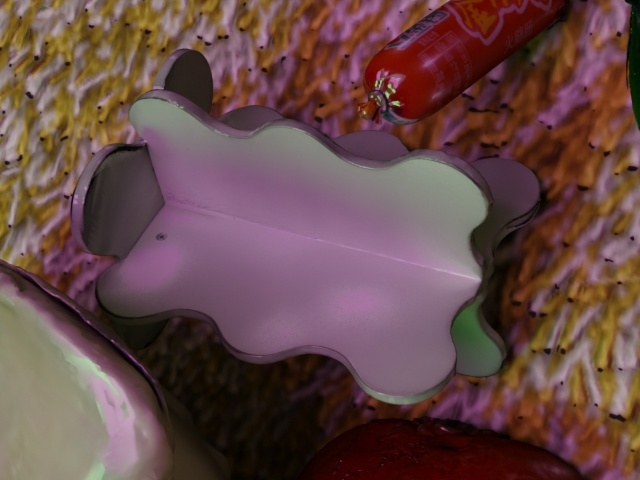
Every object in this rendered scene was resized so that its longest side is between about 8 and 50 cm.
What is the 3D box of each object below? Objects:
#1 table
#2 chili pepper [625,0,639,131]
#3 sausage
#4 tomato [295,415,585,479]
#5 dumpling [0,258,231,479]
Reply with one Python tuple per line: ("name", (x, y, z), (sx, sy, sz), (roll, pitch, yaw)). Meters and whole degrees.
("table", (0.000, 0.000, 0.731), (0.198, 0.166, 0.166), (14, 97, 23))
("chili pepper", (0.199, -0.027, 0.659), (0.098, 0.061, 0.224), (-28, 77, 35))
("sausage", (0.065, -0.097, 0.694), (0.050, 0.145, 0.048), (55, 146, -5))
("tomato", (0.048, 0.180, 0.725), (0.189, 0.099, 0.173), (9, 92, 30))
("dumpling", (-0.167, 0.147, 0.758), (0.315, 0.233, 0.395), (45, 149, 26))
